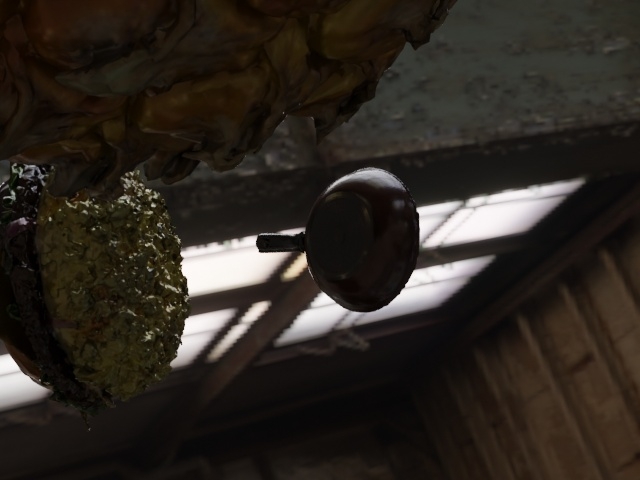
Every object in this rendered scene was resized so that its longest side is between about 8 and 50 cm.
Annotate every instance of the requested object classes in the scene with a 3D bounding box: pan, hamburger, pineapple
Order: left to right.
[{"bbox_3d":[-0.191,0.025,1.160,0.243,0.139,0.261,63,18,-57],"label":"hamburger"},{"bbox_3d":[-0.007,-0.095,0.454,0.158,0.334,0.161,6,-59,18],"label":"pineapple"},{"bbox_3d":[-0.001,0.000,0.647,0.115,0.023,0.068,-3,-97,48],"label":"pan"}]
